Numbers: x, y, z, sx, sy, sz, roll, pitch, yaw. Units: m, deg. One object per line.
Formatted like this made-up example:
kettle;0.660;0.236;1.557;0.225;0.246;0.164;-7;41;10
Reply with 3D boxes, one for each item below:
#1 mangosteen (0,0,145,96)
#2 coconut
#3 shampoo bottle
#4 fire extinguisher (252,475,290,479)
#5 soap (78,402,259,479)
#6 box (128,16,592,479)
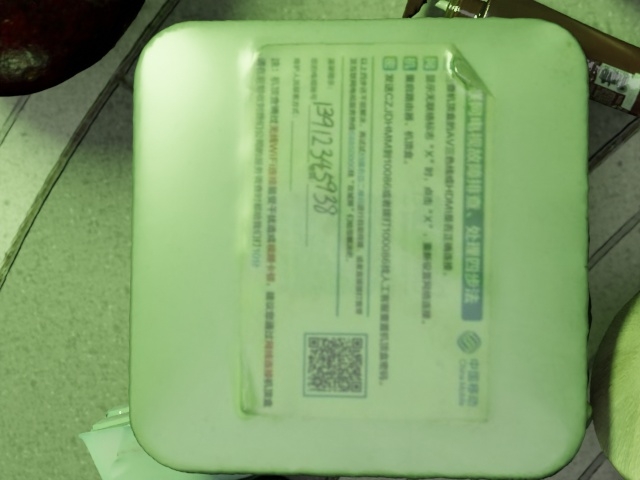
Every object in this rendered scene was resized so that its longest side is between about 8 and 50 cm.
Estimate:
mangosteen;-0.287;-0.287;1.328;0.307;0.347;0.306;2;73;-7
coconut;0.352;0.132;1.311;0.237;0.237;0.266;-15;142;20
shampoo bottle;0.191;-0.181;1.395;0.236;0.067;0.068;24;94;6
fire extinguisher;-0.085;0.391;1.538;0.114;0.095;0.311;31;107;32
soap;-0.098;0.181;1.478;0.230;0.145;0.091;-18;97;16
box;0.038;0.006;1.330;0.397;0.111;0.396;1;88;7
